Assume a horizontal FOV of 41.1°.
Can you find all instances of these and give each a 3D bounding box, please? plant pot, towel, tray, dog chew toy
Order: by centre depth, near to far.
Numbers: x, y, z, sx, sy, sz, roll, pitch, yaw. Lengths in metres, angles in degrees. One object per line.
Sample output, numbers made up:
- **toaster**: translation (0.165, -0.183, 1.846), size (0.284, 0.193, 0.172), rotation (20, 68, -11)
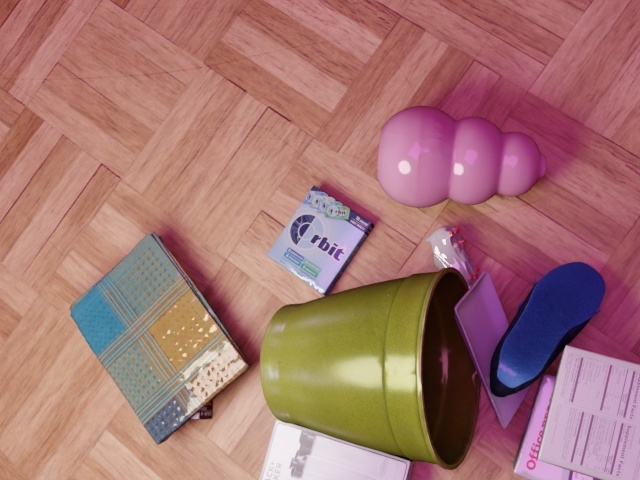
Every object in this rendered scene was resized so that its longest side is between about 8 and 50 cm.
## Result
- **tray**: translation (0.322, 0.206, 1.620), size (0.030, 0.145, 0.270), rotation (-8, 113, 42)
- **plant pot**: translation (0.087, 0.237, 1.636), size (0.352, 0.366, 0.367), rotation (-2, 80, 26)
- **dog chew toy**: translation (0.283, -0.161, 1.716), size (0.331, 0.206, 0.207), rotation (5, 82, 8)
- **towel**: translation (-0.348, 0.205, 1.817), size (0.271, 0.040, 0.370), rotation (-41, 73, 7)

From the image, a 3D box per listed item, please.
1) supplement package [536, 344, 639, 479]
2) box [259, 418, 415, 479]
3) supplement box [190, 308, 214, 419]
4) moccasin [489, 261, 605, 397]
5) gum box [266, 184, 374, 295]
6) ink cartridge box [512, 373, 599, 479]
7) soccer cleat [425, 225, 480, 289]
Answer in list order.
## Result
- **supplement package**: translation (0.519, 0.313, 1.442), size (0.262, 0.199, 0.198), rotation (14, 81, 16)
- **box**: translation (0.029, 0.479, 1.720), size (0.289, 0.087, 0.169), rotation (15, 84, 16)
- **supplement box**: translation (-0.304, 0.266, 1.850), size (0.130, 0.073, 0.240), rotation (-3, 80, 15)
- **moccasin**: translation (0.413, 0.162, 1.621), size (0.342, 0.117, 0.137), rotation (-35, 69, -32)
- **gum box**: translation (0.000, 0.000, 1.836), size (0.157, 0.041, 0.184), rotation (33, 90, 17)
- **ink cartridge box**: translation (0.521, 0.387, 1.595), size (0.278, 0.117, 0.201), rotation (18, 85, 17)
- **soccer cleat**: translation (0.281, 0.065, 1.747), size (0.076, 0.068, 0.196), rotation (-29, 81, 40)
